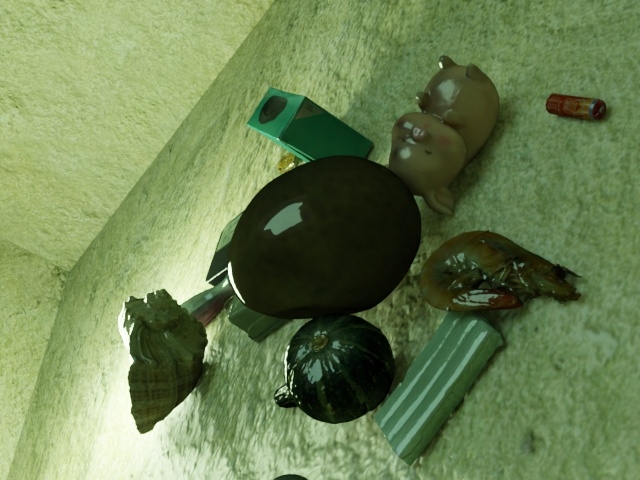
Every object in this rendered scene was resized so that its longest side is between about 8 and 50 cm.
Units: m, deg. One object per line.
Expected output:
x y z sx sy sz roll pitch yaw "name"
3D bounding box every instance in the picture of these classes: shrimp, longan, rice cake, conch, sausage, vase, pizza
0.239 0.057 1.192 0.152 0.063 0.287 -39 26 -14 "shrimp"
0.000 0.000 1.428 0.350 0.288 0.288 -22 38 22 "longan"
0.167 0.201 1.220 0.237 0.043 0.127 -54 24 7 "rice cake"
-0.370 0.291 2.003 0.297 0.209 0.352 -86 -12 -73 "conch"
0.391 -0.202 1.280 0.034 0.034 0.129 -58 23 2 "sausage"
-0.274 0.152 2.123 0.214 0.086 0.086 -37 31 31 "vase"
-0.069 -0.225 2.234 0.109 0.026 0.123 -60 21 -11 "pizza"

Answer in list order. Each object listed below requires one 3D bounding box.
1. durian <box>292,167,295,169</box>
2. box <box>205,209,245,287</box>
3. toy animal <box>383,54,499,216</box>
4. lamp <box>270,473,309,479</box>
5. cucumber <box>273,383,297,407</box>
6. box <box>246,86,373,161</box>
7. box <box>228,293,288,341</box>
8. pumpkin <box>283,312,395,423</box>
0.010 -0.051 1.673 0.250 0.183 0.138 -109 34 -60 "durian"
-0.160 -0.021 2.130 0.350 0.058 0.211 -34 31 44 "box"
0.209 -0.188 1.471 0.166 0.154 0.250 32 87 47 "toy animal"
-0.047 0.416 1.314 0.105 0.105 0.105 -44 27 30 "lamp"
-0.026 0.274 1.513 0.052 0.058 0.214 -20 -1 -33 "cucumber"
-0.031 -0.250 1.966 0.118 0.205 0.311 -60 22 3 "box"
-0.124 0.129 1.827 0.172 0.092 0.124 -37 31 40 "box"
0.030 0.202 1.350 0.190 0.146 0.190 -10 54 14 "pumpkin"
